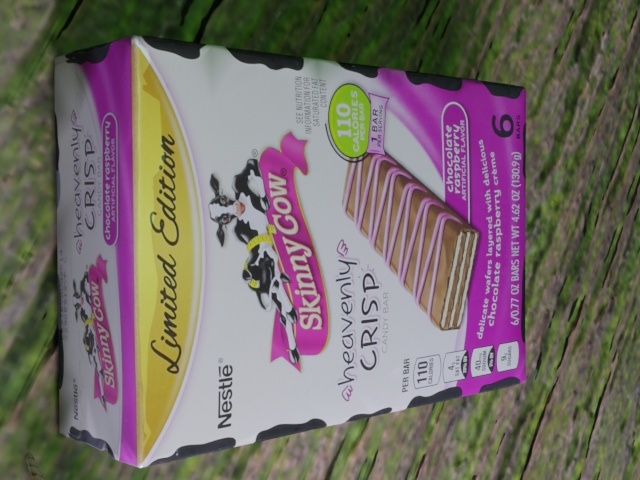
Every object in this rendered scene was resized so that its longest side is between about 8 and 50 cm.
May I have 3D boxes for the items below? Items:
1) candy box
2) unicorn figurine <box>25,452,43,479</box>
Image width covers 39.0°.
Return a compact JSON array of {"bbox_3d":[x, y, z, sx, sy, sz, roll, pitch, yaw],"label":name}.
[{"bbox_3d":[0.000,0.000,0.418,0.233,0.071,0.159,-3,94,-40],"label":"candy box"},{"bbox_3d":[-0.084,0.181,0.357,0.111,0.060,0.162,28,73,-38],"label":"unicorn figurine"}]
